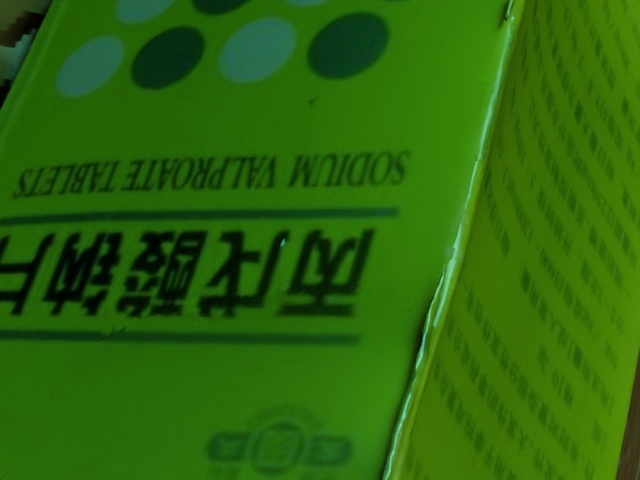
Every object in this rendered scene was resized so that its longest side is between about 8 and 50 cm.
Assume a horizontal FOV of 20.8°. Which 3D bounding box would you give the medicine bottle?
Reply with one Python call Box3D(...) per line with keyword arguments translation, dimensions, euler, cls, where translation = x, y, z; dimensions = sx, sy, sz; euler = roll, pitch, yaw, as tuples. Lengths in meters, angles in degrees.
Box3D(translation=(0.000, 0.000, 0.435), dimensions=(0.141, 0.137, 0.250), euler=(61, 38, -48), cls="medicine bottle")
